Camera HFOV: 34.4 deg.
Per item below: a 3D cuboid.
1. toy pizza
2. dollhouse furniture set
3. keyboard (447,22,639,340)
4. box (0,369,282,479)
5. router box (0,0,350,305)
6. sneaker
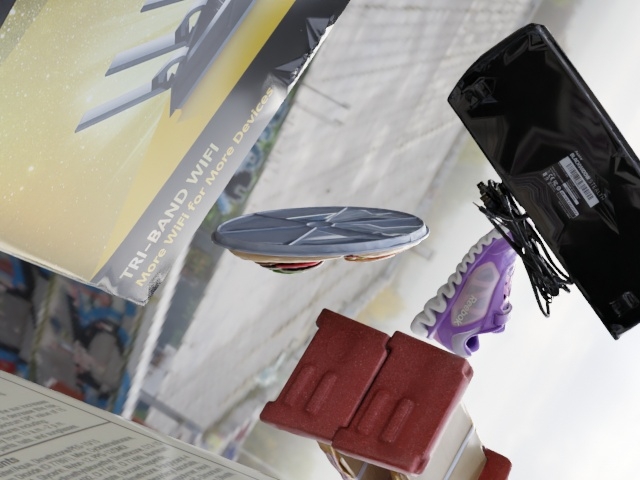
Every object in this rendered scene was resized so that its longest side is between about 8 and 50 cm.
[{"bbox_3d":[0.000,0.000,0.952,0.201,0.201,0.032,-33,124,-69],"label":"toy pizza"},{"bbox_3d":[0.004,0.269,0.859,0.374,0.152,0.201,-57,144,-26],"label":"dollhouse furniture set"},{"bbox_3d":[0.147,-0.031,0.639,0.100,0.192,0.038,-34,-176,11],"label":"keyboard"},{"bbox_3d":[-0.143,0.114,0.346,0.148,0.311,0.121,-4,109,-68],"label":"box"},{"bbox_3d":[-0.069,-0.142,0.410,0.309,0.081,0.243,-57,155,-1],"label":"router box"},{"bbox_3d":[0.225,0.068,1.396,0.095,0.104,0.236,-23,151,-55],"label":"sneaker"}]
